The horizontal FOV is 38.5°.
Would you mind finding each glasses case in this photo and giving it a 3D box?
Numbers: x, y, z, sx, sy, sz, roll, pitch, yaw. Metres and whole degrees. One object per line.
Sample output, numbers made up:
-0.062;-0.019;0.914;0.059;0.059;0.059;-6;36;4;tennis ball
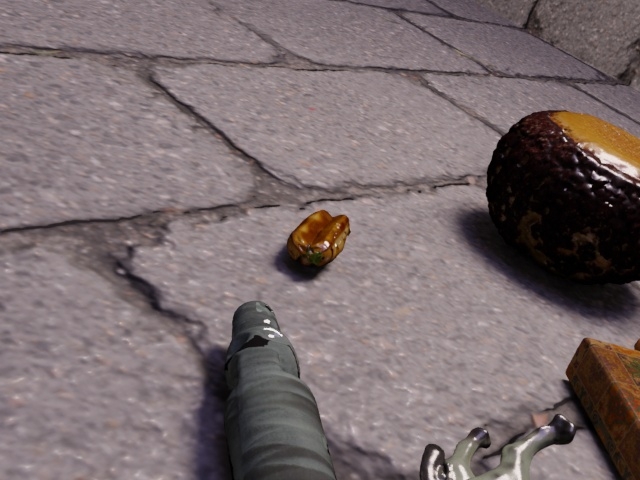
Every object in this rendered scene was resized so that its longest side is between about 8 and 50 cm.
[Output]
0.270;0.165;0.736;0.075;0.049;0.218;16;26;-14;glasses case

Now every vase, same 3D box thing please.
-0.033;0.105;0.580;0.060;0.060;0.211;15;24;-19;vase

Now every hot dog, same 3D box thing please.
0.000;0.000;0.850;0.049;0.037;0.122;16;18;11;hot dog

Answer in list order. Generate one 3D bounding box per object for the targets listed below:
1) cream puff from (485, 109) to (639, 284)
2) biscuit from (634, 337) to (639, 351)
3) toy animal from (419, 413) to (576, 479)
0.303;-0.046;1.048;0.239;0.165;0.239;20;25;-10;cream puff
0.416;0.149;0.908;0.324;0.049;0.205;-9;41;-47;biscuit
0.133;0.196;0.535;0.217;0.073;0.176;34;41;30;toy animal
